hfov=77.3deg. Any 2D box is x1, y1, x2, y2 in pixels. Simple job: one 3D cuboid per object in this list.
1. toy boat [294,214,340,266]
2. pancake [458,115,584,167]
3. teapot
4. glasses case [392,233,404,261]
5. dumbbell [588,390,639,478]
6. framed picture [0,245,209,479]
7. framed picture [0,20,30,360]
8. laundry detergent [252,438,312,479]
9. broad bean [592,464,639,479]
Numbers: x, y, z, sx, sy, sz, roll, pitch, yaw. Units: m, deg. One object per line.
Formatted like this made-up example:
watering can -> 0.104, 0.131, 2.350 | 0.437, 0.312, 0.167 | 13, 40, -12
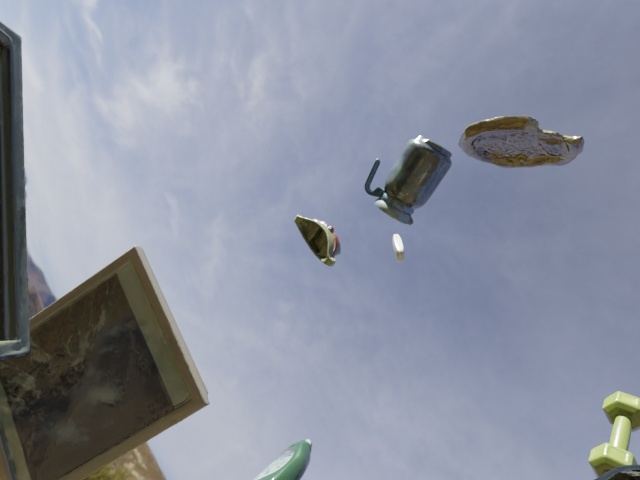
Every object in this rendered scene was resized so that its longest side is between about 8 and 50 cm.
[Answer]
toy boat -> 0.000, 0.000, 1.026 | 0.185, 0.071, 0.089 | 53, -59, 35
pancake -> 0.394, -0.189, 0.802 | 0.212, 0.235, 0.029 | 133, -31, -81
teapot -> 0.085, -0.063, 0.399 | 0.063, 0.049, 0.083 | 30, -74, -6
glasses case -> 0.169, 0.016, 0.872 | 0.083, 0.021, 0.032 | -89, 175, -59
dumbbell -> 0.896, 0.589, 1.196 | 0.121, 0.302, 0.108 | 15, -56, 39
framed picture -> -0.281, 0.163, 0.470 | 0.281, 0.019, 0.209 | -34, -106, 7
framed picture -> -0.223, -0.058, 0.121 | 0.315, 0.024, 0.232 | 61, 20, -80
laundry detergent -> -0.086, 0.523, 0.911 | 0.137, 0.211, 0.063 | -38, -101, 25
broad bean -> 0.483, 0.368, 0.601 | 0.297, 0.060, 0.043 | -32, -60, 26
